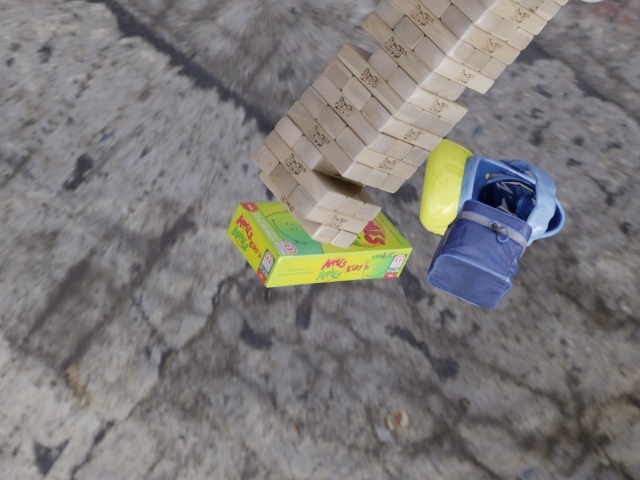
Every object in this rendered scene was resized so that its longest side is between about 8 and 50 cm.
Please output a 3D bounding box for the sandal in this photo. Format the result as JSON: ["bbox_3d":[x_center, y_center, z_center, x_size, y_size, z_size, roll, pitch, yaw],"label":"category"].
[{"bbox_3d":[0.211,-0.029,1.670,0.138,0.317,0.126,11,89,19],"label":"sandal"}]

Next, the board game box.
[{"bbox_3d":[0.000,0.000,1.599,0.181,0.092,0.043,-4,131,-38],"label":"board game box"}]

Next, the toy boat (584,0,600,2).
[{"bbox_3d":[0.344,-0.274,1.417,0.268,0.318,0.148,28,98,-25],"label":"toy boat"}]

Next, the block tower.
[{"bbox_3d":[0.082,-0.147,1.265,0.335,0.091,0.097,-50,59,16],"label":"block tower"}]

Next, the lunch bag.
[{"bbox_3d":[0.135,0.007,1.239,0.067,0.098,0.065,24,68,0],"label":"lunch bag"}]
